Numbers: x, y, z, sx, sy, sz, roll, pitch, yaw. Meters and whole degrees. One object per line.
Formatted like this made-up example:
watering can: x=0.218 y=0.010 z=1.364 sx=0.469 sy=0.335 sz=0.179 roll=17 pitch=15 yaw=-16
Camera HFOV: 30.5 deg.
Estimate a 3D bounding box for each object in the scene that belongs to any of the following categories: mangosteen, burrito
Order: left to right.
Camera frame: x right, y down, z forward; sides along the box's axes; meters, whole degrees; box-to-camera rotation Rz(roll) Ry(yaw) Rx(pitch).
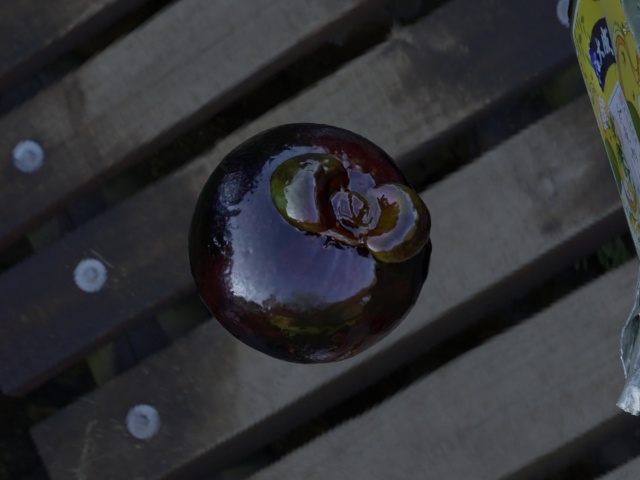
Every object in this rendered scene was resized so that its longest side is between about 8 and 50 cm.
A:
mangosteen: x=0.000 y=0.000 z=0.696 sx=0.152 sy=0.152 sz=0.152 roll=-4 pitch=73 yaw=12
burrito: x=0.493 y=0.083 z=1.642 sx=0.117 sy=0.076 sz=0.392 roll=16 pitch=61 yaw=10

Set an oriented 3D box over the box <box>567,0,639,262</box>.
box: x=0.379 y=-0.109 z=1.199 sx=0.138 sy=0.373 sz=0.420 roll=-15 pitch=79 yaw=7
